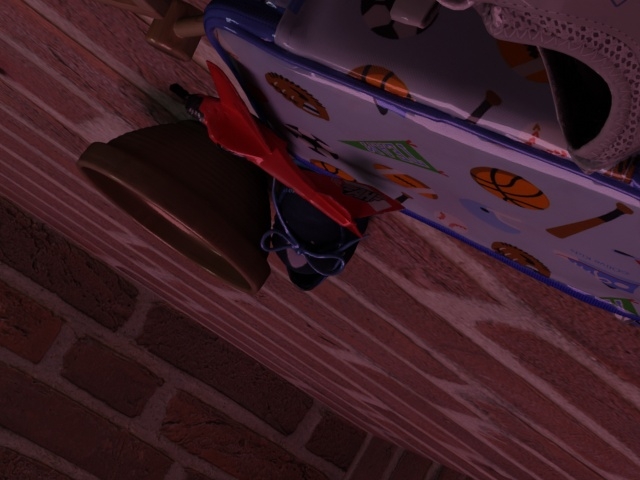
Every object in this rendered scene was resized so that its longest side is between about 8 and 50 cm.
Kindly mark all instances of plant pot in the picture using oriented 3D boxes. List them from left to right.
[{"bbox_3d":[-0.135,-0.053,1.051,0.237,0.110,0.237,32,168,8],"label":"plant pot"}]

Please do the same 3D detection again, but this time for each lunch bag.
[{"bbox_3d":[0.098,-0.056,0.530,0.303,0.115,0.243,28,169,16],"label":"lunch bag"}]

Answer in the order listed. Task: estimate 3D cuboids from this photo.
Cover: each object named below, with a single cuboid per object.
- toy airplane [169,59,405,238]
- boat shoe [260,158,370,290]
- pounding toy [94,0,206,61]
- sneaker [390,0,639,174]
[{"bbox_3d":[-0.023,-0.045,0.548,0.151,0.028,0.151,34,174,4],"label":"toy airplane"},{"bbox_3d":[0.000,0.000,1.007,0.109,0.089,0.258,27,167,16],"label":"boat shoe"},{"bbox_3d":[-0.112,-0.187,0.569,0.181,0.094,0.206,20,174,21],"label":"pounding toy"},{"bbox_3d":[0.055,-0.119,0.303,0.281,0.115,0.105,38,-167,-27],"label":"sneaker"}]
